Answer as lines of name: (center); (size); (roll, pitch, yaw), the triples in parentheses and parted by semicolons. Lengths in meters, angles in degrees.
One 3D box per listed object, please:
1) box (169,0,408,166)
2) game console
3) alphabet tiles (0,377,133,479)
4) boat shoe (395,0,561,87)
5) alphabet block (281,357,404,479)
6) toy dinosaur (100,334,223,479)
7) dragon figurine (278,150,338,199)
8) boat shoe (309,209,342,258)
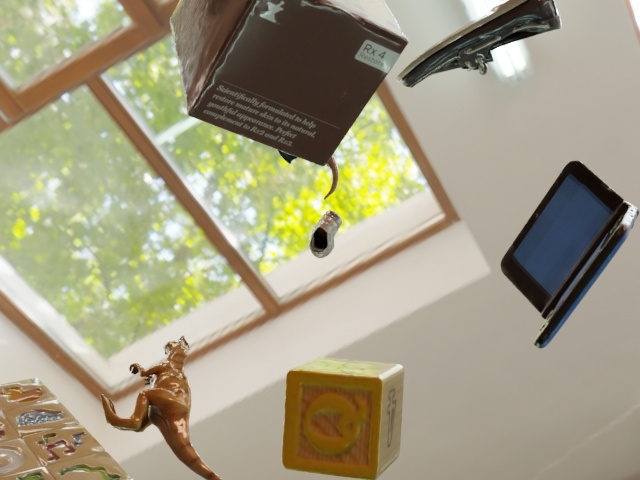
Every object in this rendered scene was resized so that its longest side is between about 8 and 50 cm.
box: (-0.043, -0.220, 1.009); (0.167, 0.168, 0.203); (-54, -148, 28)
game console: (0.459, 0.021, 1.862); (0.293, 0.173, 0.250); (-61, 167, 25)
alphabet tiles: (-0.339, 0.190, 0.817); (0.285, 0.011, 0.342); (-8, -159, -35)
boat shoe: (0.188, -0.229, 1.143); (0.206, 0.065, 0.075); (-30, -172, 12)
alphabet block: (0.047, 0.335, 1.843); (0.192, 0.197, 0.193); (1, -90, 18)
toy dinosaur: (-0.149, 0.165, 0.930); (0.112, 0.064, 0.211); (-12, -135, -7)
dragon figurine: (-0.028, -0.196, 1.790); (0.085, 0.289, 0.144); (-11, 166, -33)
boat shoe: (0.000, 0.000, 1.208); (0.035, 0.035, 0.100); (-50, 174, -30)
